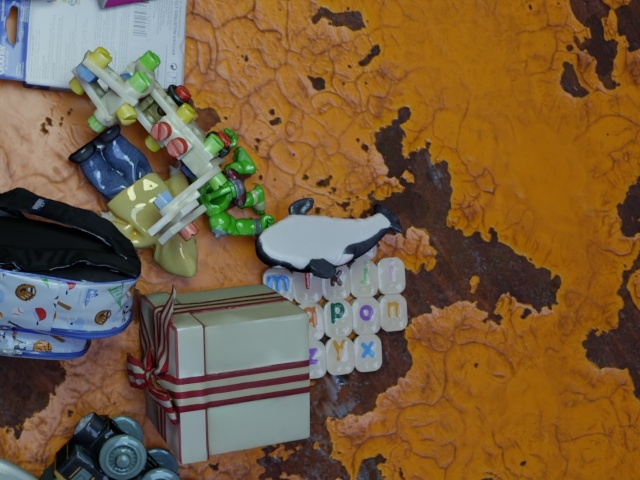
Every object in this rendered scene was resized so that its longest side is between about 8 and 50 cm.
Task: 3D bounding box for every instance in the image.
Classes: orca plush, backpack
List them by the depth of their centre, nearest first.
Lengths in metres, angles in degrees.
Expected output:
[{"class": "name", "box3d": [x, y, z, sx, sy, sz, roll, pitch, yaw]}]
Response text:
[{"class": "backpack", "box3d": [-0.417, 0.068, 1.598, 0.263, 0.276, 0.213, 4, 115, -13]}, {"class": "orca plush", "box3d": [0.000, 0.000, 1.833, 0.287, 0.102, 0.151, -29, 79, -35]}]

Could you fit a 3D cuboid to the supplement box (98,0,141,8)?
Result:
[{"class": "supplement box", "box3d": [-0.334, -0.507, 1.666, 0.111, 0.114, 0.220, -16, 76, -25]}]

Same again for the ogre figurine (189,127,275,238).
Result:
[{"class": "ogre figurine", "box3d": [-0.162, -0.089, 1.782, 0.118, 0.097, 0.197, -23, 110, -31]}]

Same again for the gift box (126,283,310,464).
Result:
[{"class": "gift box", "box3d": [-0.179, 0.190, 1.696, 0.258, 0.255, 0.276, -7, 99, -23]}]

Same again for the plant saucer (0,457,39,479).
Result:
[{"class": "plant saucer", "box3d": [-0.578, 0.524, 1.571, 0.400, 0.100, 0.401, -2, 100, -9]}]

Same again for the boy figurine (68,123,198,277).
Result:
[{"class": "boy figurine", "box3d": [-0.292, -0.062, 1.733, 0.177, 0.092, 0.285, -42, 105, -16]}]

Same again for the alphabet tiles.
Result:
[{"class": "alphabet tiles", "box3d": [0.028, 0.111, 1.894, 0.284, 0.021, 0.278, -5, 92, -21]}]

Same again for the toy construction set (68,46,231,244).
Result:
[{"class": "toy construction set", "box3d": [-0.255, -0.162, 1.630, 0.151, 0.215, 0.328, -24, 97, 17]}]

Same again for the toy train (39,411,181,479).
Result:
[{"class": "toy train", "box3d": [-0.314, 0.440, 1.711, 0.190, 0.142, 0.334, -44, 107, -3]}]

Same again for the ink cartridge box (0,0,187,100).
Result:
[{"class": "ink cartridge box", "box3d": [-0.382, -0.338, 1.711, 0.311, 0.065, 0.186, 3, 89, -23]}]
